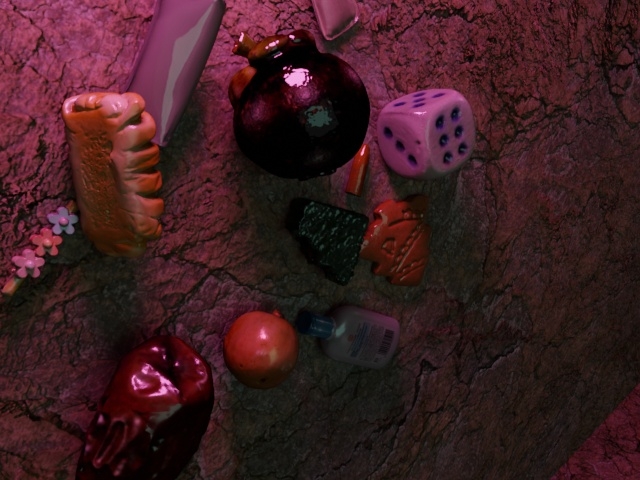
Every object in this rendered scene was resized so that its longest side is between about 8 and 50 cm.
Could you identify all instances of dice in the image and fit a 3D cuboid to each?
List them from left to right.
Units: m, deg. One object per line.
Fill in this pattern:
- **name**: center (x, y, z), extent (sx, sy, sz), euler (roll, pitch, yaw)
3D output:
- **dice**: center (0.274, -0.277, 1.419), extent (0.194, 0.192, 0.193), euler (-30, 120, -27)

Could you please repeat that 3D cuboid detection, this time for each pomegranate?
- **pomegranate**: center (-0.136, 0.258, 1.292), extent (0.191, 0.191, 0.191), euler (-11, 110, -33)

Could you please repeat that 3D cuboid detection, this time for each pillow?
- **pillow**: center (0.014, -0.584, 1.237), extent (0.130, 0.038, 0.233), euler (-40, 124, -23)

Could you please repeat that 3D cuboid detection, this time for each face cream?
- **face cream**: center (0.080, 0.260, 1.510), extent (0.336, 0.080, 0.163), euler (21, 92, -37)

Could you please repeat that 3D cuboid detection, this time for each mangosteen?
- **mangosteen**: center (-0.038, -0.281, 1.146), extent (0.297, 0.297, 0.314), euler (15, 69, -37)

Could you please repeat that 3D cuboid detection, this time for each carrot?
- **carrot**: center (0.099, -0.185, 1.414), extent (0.048, 0.048, 0.139), euler (10, 95, -37)

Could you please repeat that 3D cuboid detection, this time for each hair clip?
- **hair clip**: center (-0.522, 0.013, 1.024), extent (0.062, 0.056, 0.214), euler (44, 78, -36)

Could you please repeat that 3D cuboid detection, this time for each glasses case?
- **glasses case**: center (-0.295, -0.341, 1.056), extent (0.128, 0.083, 0.308), euler (23, 103, -19)

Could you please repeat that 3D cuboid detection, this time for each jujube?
- **jujube**: center (-0.359, 0.389, 1.134), extent (0.258, 0.258, 0.377), euler (13, 97, -37)

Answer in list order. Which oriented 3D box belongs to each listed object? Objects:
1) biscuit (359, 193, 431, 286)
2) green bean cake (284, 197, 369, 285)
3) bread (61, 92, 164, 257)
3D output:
- **biscuit**: center (0.237, 0.018, 1.572), extent (0.284, 0.043, 0.306), euler (-41, 123, -19)
- **green bean cake**: center (0.000, 0.000, 1.361), extent (0.208, 0.107, 0.193), euler (14, 98, -36)
- **bread**: center (-0.380, -0.120, 1.025), extent (0.121, 0.172, 0.311), euler (-50, 145, -63)
